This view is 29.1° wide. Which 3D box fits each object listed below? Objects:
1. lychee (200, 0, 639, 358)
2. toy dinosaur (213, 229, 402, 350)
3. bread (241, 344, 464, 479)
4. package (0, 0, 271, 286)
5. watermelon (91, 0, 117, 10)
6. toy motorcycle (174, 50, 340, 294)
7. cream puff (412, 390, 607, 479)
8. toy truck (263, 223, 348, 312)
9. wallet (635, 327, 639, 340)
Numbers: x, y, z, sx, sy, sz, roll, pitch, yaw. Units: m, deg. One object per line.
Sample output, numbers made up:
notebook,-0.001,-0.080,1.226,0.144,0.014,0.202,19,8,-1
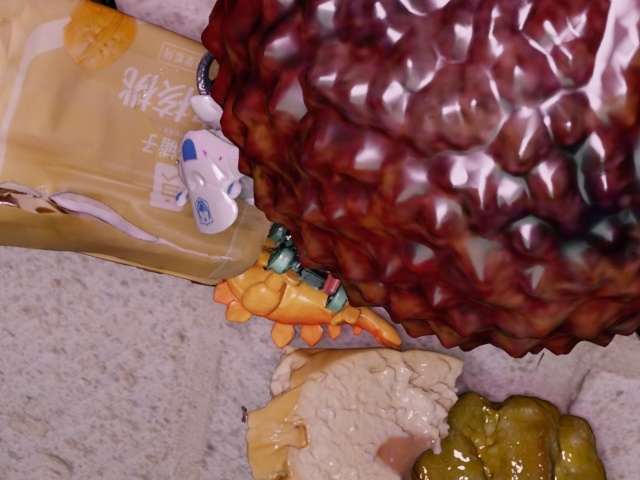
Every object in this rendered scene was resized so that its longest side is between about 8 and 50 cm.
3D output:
lychee,0.131,-0.137,0.812,0.424,0.425,0.500,7,159,10
toy dinosaur,-0.049,0.053,1.267,0.288,0.070,0.117,27,133,-3
bread,-0.005,0.199,1.245,0.211,0.184,0.224,14,159,-26
package,-0.177,-0.066,1.047,0.311,0.165,0.221,16,142,-37
watermelon,-0.234,-0.168,1.082,0.119,0.063,0.245,-5,154,-15
toy motorcycle,-0.031,-0.051,1.018,0.221,0.150,0.102,34,156,-31
cream puff,0.193,0.271,1.333,0.244,0.196,0.244,-10,150,-6
toy truck,0.000,0.000,1.159,0.080,0.154,0.078,33,102,-10
wallet,0.299,0.032,1.127,0.031,0.122,0.232,-40,122,-10
